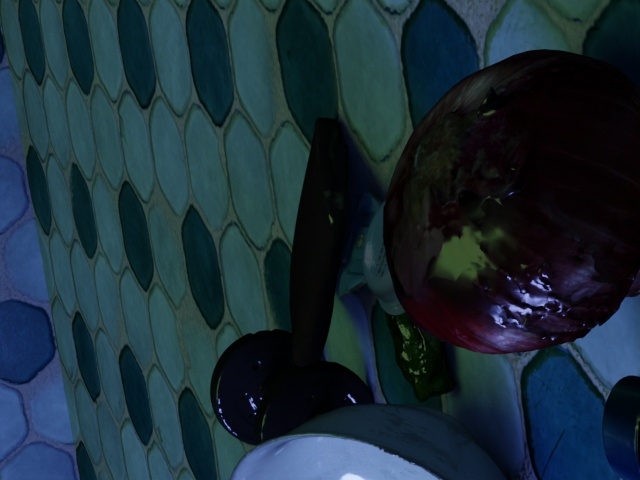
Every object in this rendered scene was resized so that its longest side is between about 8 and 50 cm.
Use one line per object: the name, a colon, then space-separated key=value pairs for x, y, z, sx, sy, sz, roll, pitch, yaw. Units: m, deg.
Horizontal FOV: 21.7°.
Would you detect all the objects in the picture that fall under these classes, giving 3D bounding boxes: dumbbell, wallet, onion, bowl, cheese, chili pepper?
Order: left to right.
dumbbell: x=-0.033 y=0.189 z=1.924 sx=0.325 sy=0.143 sz=0.143 roll=-154 pitch=54 yaw=-64
wallet: x=0.000 y=0.000 z=1.820 sx=0.182 sy=0.049 sz=0.229 roll=-91 pitch=8 yaw=-48
cheese: x=0.073 y=0.005 z=1.639 sx=0.244 sy=0.052 sz=0.135 roll=-176 pitch=101 yaw=-70
chili pepper: x=0.084 y=0.077 z=1.694 sx=0.073 sy=0.050 sz=0.182 roll=94 pitch=157 yaw=-55
bowl: x=0.081 y=0.248 z=1.617 sx=0.313 sy=0.146 sz=0.313 roll=18 pitch=137 yaw=17
onion: x=0.162 y=-0.017 z=1.248 sx=0.252 sy=0.219 sz=0.252 roll=-46 pitch=21 yaw=23

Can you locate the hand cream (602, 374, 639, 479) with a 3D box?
hand cream: x=0.307 y=0.162 z=1.183 sx=0.270 sy=0.061 sz=0.120 roll=14 pitch=111 yaw=58
